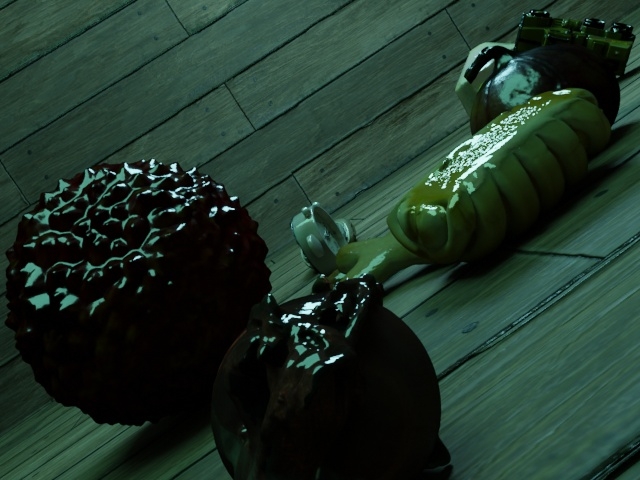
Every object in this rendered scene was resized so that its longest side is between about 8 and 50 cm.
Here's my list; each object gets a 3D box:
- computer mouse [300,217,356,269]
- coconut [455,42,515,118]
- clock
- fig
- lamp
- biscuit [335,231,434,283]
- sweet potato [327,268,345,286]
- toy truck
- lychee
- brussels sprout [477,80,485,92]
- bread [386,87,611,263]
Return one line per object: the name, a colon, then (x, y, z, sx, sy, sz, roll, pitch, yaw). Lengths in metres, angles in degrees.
computer mouse: (0.021, 0.003, 1.740, 0.145, 0.082, 0.236, -32, 4, 11)
coconut: (0.484, -0.415, 1.853, 0.233, 0.245, 0.233, -30, 7, 4)
clock: (0.000, 0.000, 1.471, 0.063, 0.156, 0.229, -32, 2, 16)
fig: (0.348, -0.208, 1.093, 0.234, 0.215, 0.235, -9, 16, 3)
lamp: (-0.014, 0.122, 0.441, 0.151, 0.215, 0.223, 11, -2, 36)
biscuit: (0.108, 0.016, 1.035, 0.207, 0.047, 0.164, -31, 26, 20)
sweet potato: (0.085, 0.043, 1.144, 0.218, 0.051, 0.065, -33, 20, -2)
toy truck: (0.574, -0.443, 1.581, 0.127, 0.257, 0.127, -45, -32, -52)
lychee: (-0.288, 0.064, 1.120, 0.424, 0.425, 0.500, -32, 28, 11)
brussels sprout: (0.474, -0.333, 1.620, 0.223, 0.161, 0.223, -26, 7, 3)
bread: (0.244, -0.082, 0.896, 0.311, 0.121, 0.173, -37, 16, -14)
